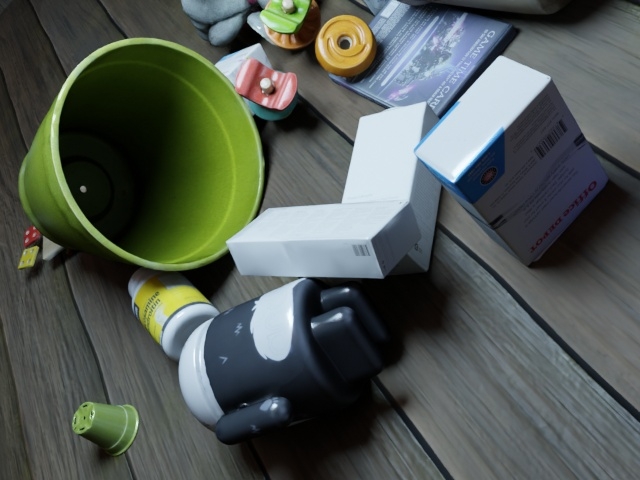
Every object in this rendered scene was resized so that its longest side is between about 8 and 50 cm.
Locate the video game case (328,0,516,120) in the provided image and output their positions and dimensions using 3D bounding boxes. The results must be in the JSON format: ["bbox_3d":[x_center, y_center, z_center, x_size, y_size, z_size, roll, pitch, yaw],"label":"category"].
[{"bbox_3d":[0.153,-0.300,1.115,0.196,0.026,0.274,-51,45,0],"label":"video game case"}]

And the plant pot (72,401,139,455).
[{"bbox_3d":[-0.349,0.293,1.097,0.083,0.079,0.083,-20,53,29],"label":"plant pot"}]

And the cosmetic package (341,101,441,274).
[{"bbox_3d":[0.102,-0.071,0.970,0.117,0.085,0.231,-5,59,37],"label":"cosmetic package"}]

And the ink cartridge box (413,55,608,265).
[{"bbox_3d":[0.225,-0.085,0.797,0.148,0.203,0.086,-48,43,3],"label":"ink cartridge box"}]

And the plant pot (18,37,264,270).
[{"bbox_3d":[-0.348,-0.114,1.200,0.353,0.366,0.366,-10,57,48],"label":"plant pot"}]

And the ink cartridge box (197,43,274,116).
[{"bbox_3d":[-0.156,-0.281,1.265,0.092,0.090,0.143,-8,34,35],"label":"ink cartridge box"}]

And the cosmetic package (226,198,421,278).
[{"bbox_3d":[0.000,0.000,0.880,0.239,0.060,0.099,-1,31,41],"label":"cosmetic package"}]

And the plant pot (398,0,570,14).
[{"bbox_3d":[0.245,-0.461,0.980,0.280,0.323,0.323,37,89,28],"label":"plant pot"}]

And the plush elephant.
[{"bbox_3d":[-0.129,-0.502,1.330,0.330,0.255,0.271,-88,3,-70],"label":"plush elephant"}]

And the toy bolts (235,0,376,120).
[{"bbox_3d":[-0.029,-0.301,1.189,0.218,0.158,0.228,28,89,5],"label":"toy bolts"}]

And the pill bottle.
[{"bbox_3d":[-0.241,0.110,1.110,0.103,0.103,0.184,-53,45,-2],"label":"pill bottle"}]

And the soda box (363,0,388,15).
[{"bbox_3d":[0.065,-0.542,1.289,0.098,0.091,0.286,-38,46,13],"label":"soda box"}]

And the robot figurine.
[{"bbox_3d":[-0.050,0.154,0.889,0.278,0.209,0.173,-25,72,24],"label":"robot figurine"}]

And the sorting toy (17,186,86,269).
[{"bbox_3d":[-0.536,-0.028,1.470,0.274,0.046,0.132,-33,48,17],"label":"sorting toy"}]
